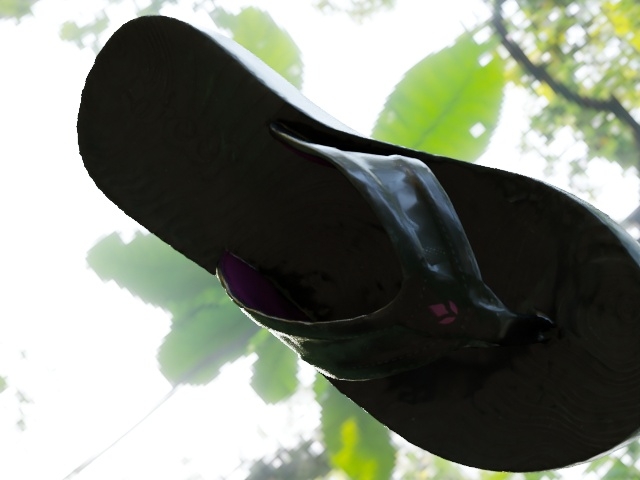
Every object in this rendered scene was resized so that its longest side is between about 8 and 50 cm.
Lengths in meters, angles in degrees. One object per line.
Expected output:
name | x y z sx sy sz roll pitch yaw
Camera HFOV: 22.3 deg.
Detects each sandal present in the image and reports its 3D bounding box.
sandal | -0.002 0.002 0.937 0.445 0.107 0.168 29 -74 33
